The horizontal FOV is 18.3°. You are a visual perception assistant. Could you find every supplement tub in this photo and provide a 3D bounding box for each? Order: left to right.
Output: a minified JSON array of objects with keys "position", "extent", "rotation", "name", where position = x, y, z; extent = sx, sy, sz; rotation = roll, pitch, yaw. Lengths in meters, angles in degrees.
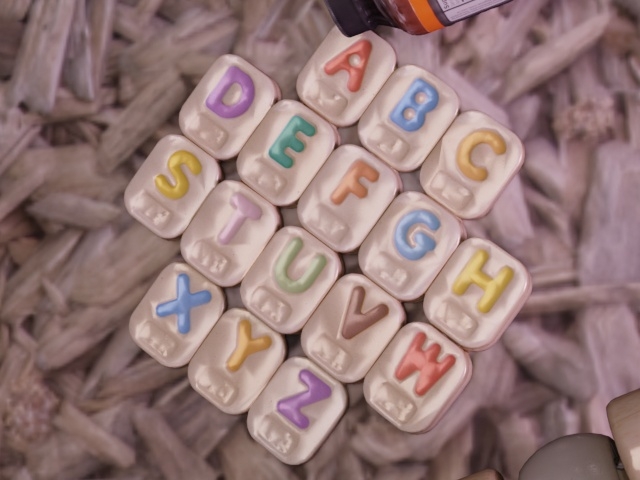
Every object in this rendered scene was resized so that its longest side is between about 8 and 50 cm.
[{"position":[0.095,-0.203,1.334],"extent":[0.198,0.106,0.106],"rotation":[-20,78,14],"name":"supplement tub"}]

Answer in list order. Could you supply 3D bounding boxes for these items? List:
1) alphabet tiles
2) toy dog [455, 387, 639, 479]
[{"position":[0.000,0.000,1.381],"extent":[0.284,0.021,0.278],"rotation":[38,94,18],"name":"alphabet tiles"},{"position":[0.199,0.247,1.243],"extent":[0.220,0.161,0.334],"rotation":[-3,97,14],"name":"toy dog"}]
